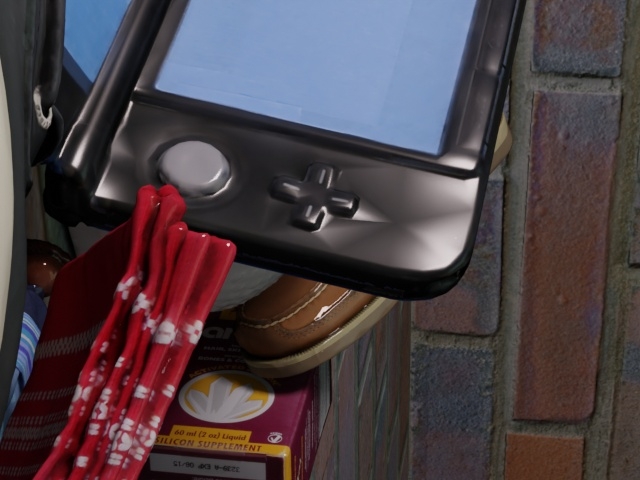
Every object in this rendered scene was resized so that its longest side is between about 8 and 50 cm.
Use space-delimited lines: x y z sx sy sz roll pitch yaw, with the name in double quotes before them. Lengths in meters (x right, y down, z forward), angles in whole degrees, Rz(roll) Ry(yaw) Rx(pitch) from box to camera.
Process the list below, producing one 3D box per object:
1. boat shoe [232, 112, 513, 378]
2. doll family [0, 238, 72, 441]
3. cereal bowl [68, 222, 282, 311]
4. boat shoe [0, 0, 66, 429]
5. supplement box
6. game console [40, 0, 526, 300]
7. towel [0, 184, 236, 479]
"boat shoe" 0.023 -0.035 1.116 0.307 0.110 0.104 -52 129 -40
"doll family" -0.139 0.011 0.592 0.193 0.076 0.111 91 3 -51
"cereal bowl" -0.043 -0.121 0.949 0.339 0.141 0.339 3 90 -81
"boat shoe" -0.124 -0.061 0.458 0.113 0.127 0.340 -11 95 -70
"supplement box" -0.056 0.121 1.085 0.188 0.104 0.081 -72 164 -62
"game console" -0.028 -0.155 0.671 0.173 0.250 0.293 98 7 -52
"towel" -0.109 0.121 0.480 0.275 0.031 0.199 -67 -168 -14
